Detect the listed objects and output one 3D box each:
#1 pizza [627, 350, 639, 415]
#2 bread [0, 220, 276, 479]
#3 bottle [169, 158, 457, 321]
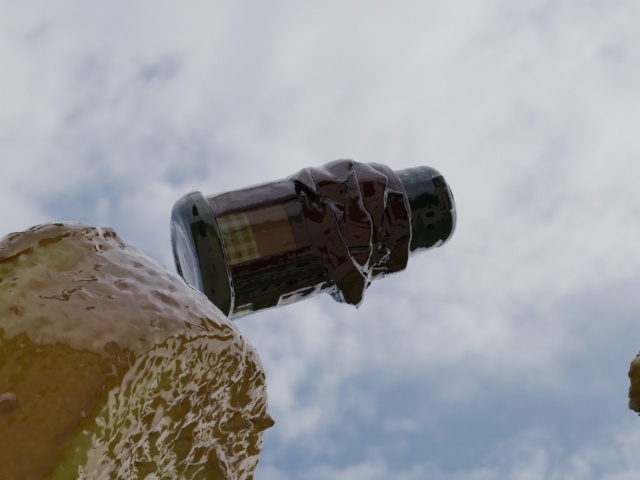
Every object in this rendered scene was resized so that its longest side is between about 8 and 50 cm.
[{"bbox_3d":[0.337,0.098,0.928,0.324,0.089,0.223,3,-23,10],"label":"pizza"},{"bbox_3d":[-0.108,0.073,0.803,0.143,0.229,0.139,34,-88,26],"label":"bread"},{"bbox_3d":[0.000,0.000,1.564,0.271,0.143,0.156,-13,-17,-17],"label":"bottle"}]
